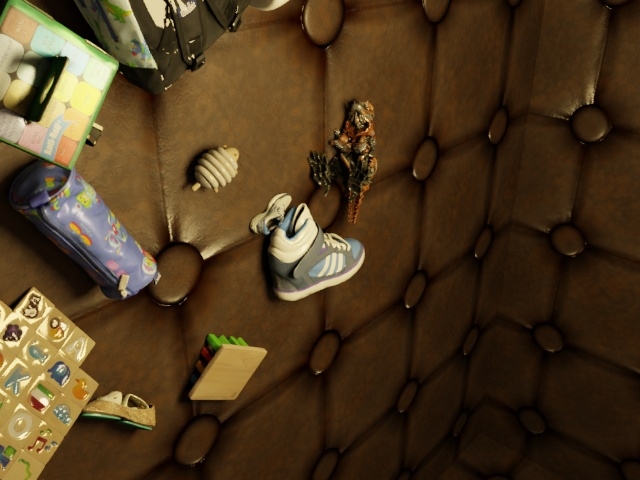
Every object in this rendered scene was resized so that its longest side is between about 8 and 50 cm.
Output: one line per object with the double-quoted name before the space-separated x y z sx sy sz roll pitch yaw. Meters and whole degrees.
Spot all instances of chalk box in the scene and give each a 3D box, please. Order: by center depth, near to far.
"chalk box" -0.424 -0.224 0.871 0.179 0.289 0.180 29 85 -53

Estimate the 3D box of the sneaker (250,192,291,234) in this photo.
"sneaker" -0.109 -0.061 1.535 0.135 0.058 0.052 -50 140 -23

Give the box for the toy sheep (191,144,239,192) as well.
"toy sheep" -0.225 -0.151 1.328 0.132 0.091 0.091 -50 140 -14

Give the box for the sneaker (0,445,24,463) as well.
"sneaker" -0.640 0.351 1.054 0.350 0.131 0.148 38 56 -46

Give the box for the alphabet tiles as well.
"alphabet tiles" -0.546 0.266 1.078 0.285 0.011 0.343 54 45 -32

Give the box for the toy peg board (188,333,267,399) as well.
"toy peg board" -0.246 0.312 1.556 0.161 0.079 0.161 20 107 -53

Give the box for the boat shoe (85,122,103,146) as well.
"boat shoe" -0.435 -0.201 1.068 0.133 0.049 0.042 27 78 -57

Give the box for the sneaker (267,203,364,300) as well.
"sneaker" -0.001 0.000 1.638 0.322 0.130 0.236 -26 131 -35

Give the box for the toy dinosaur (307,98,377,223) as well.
"toy dinosaur" 0.100 -0.203 1.659 0.218 0.164 0.322 -40 115 -55

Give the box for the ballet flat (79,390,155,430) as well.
"ballet flat" -0.439 0.365 1.351 0.206 0.073 0.067 42 47 -54

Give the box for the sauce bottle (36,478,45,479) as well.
"sauce bottle" -0.656 0.529 1.112 0.344 0.111 0.111 0 108 -53

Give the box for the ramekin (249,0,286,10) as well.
"ramekin" -0.118 -0.552 1.108 0.135 0.277 0.277 -46 139 -15

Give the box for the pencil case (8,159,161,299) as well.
"pencil case" -0.417 -0.009 1.123 0.119 0.133 0.306 -26 135 1

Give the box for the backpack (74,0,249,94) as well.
"backpack" -0.292 -0.469 0.970 0.290 0.273 0.355 -55 161 -21
